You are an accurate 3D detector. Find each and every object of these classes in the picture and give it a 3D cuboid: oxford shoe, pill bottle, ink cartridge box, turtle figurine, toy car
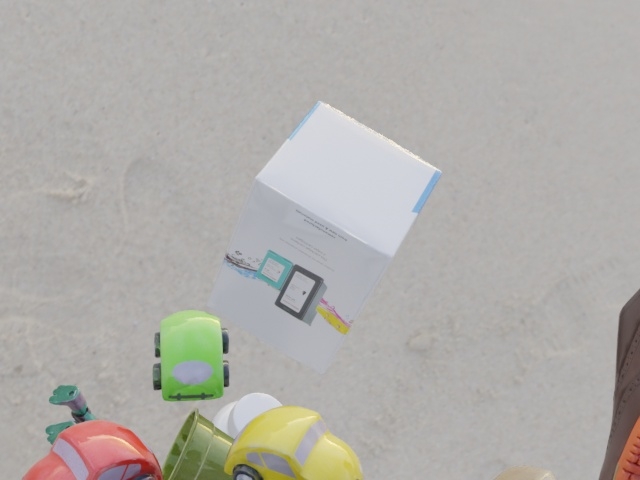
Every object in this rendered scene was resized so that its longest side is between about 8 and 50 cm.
[{"bbox_3d":[0.269,0.107,0.756,0.097,0.098,0.271,23,92,-23],"label":"oxford shoe"},{"bbox_3d":[-0.161,0.411,1.960,0.152,0.272,0.152,13,52,-18],"label":"pill bottle"},{"bbox_3d":[0.000,0.000,1.341,0.197,0.270,0.198,30,46,4],"label":"ink cartridge box"},{"bbox_3d":[-0.396,0.361,1.730,0.175,0.118,0.234,57,-7,46],"label":"turtle figurine"},{"bbox_3d":[-0.097,0.114,0.737,0.239,0.053,0.225,-2,32,-9],"label":"toy car"}]

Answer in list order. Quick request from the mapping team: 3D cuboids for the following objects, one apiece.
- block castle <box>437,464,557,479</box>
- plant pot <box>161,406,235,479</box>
[{"bbox_3d":[-0.035,0.322,0.552,0.303,0.453,0.212,-29,91,-56],"label":"block castle"},{"bbox_3d":[-0.084,0.190,0.810,0.079,0.083,0.083,25,50,-9],"label":"plant pot"}]
